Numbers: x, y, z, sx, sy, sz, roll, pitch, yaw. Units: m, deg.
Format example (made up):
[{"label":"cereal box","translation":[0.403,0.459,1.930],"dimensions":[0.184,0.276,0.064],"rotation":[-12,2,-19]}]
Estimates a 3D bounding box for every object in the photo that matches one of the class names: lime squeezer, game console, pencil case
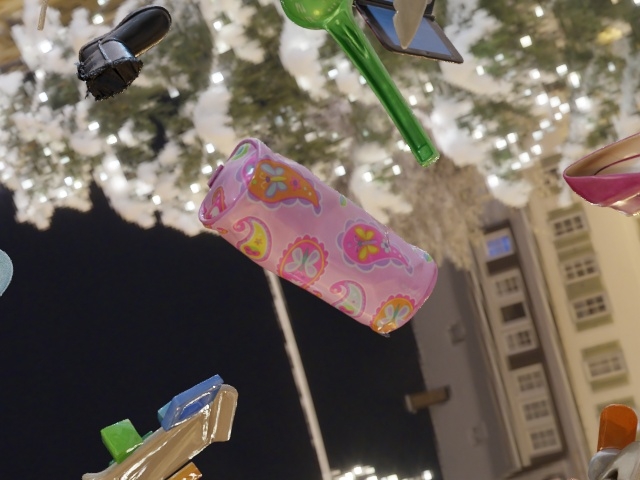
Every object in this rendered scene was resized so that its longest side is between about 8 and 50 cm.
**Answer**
[{"label":"lime squeezer","translation":[-0.019,-0.183,0.680],"dimensions":[0.310,0.059,0.110],"rotation":[47,-175,-18]},{"label":"game console","translation":[0.109,-0.277,1.211],"dimensions":[0.144,0.085,0.124],"rotation":[-1,-70,-46]},{"label":"pencil case","translation":[0.000,0.000,1.218],"dimensions":[0.284,0.124,0.124],"rotation":[31,-139,-26]}]

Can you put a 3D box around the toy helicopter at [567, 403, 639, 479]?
[{"label":"toy helicopter","translation":[0.327,0.361,1.331],"dimensions":[0.140,0.355,0.235],"rotation":[29,-131,5]}]

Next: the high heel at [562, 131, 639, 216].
[{"label":"high heel","translation":[0.402,-0.118,1.226],"dimensions":[0.117,0.244,0.082],"rotation":[22,-130,-31]}]

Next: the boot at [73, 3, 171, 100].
[{"label":"boot","translation":[-0.206,-0.200,1.126],"dimensions":[0.045,0.121,0.099],"rotation":[62,179,-32]}]

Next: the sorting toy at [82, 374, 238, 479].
[{"label":"sorting toy","translation":[-0.194,0.245,1.245],"dimensions":[0.047,0.196,0.348],"rotation":[50,155,19]}]

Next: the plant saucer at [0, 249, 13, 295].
[{"label":"plant saucer","translation":[-0.580,0.078,1.673],"dimensions":[0.195,0.195,0.037],"rotation":[-79,-13,-49]}]

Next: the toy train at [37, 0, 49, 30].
[{"label":"toy train","translation":[-0.177,-0.290,0.881],"dimensions":[0.105,0.143,0.248],"rotation":[19,-88,-26]}]

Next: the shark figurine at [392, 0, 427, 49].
[{"label":"shark figurine","translation":[0.091,-0.249,0.672],"dimensions":[0.116,0.166,0.278],"rotation":[47,-151,-32]}]
